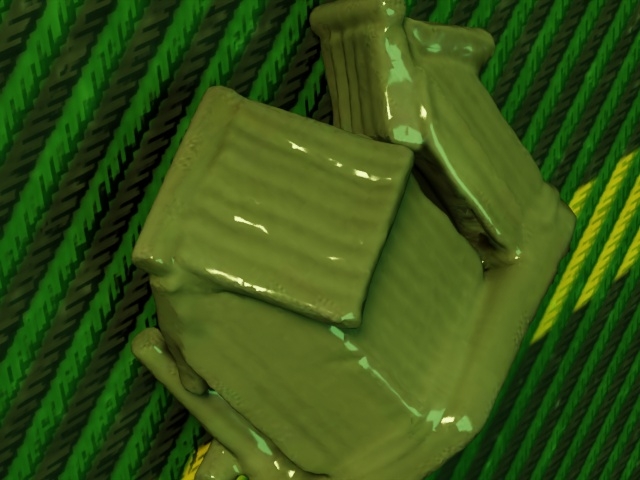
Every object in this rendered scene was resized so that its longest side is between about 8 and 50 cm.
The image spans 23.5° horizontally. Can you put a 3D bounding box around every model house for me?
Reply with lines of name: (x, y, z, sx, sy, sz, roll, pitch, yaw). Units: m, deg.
model house: (0.008, 0.004, 0.642, 0.188, 0.122, 0.229, 54, 52, -35)
